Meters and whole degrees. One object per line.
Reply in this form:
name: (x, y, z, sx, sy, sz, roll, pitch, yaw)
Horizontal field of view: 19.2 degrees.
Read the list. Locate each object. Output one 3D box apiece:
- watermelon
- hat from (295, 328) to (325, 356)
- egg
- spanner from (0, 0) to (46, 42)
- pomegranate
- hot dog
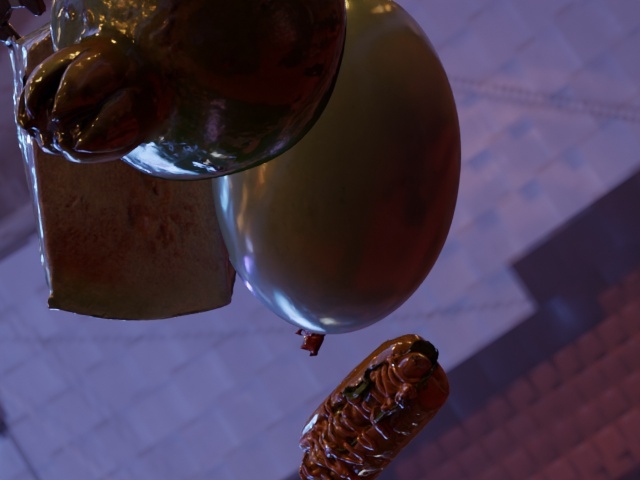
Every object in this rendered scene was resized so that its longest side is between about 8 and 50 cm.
watermelon: (-0.175, -0.127, 1.697, 0.228, 0.387, 0.258, -4, -29, -3)
hat: (-0.004, 0.001, 2.131, 0.140, 0.129, 0.227, -38, -43, -22)
egg: (0.012, -0.065, 1.523, 0.203, 0.282, 0.203, 5, -1, 0)
spanner: (-0.432, -0.299, 2.010, 0.024, 0.316, 0.087, -52, -15, -51)
pomegranate: (-0.085, -0.141, 1.226, 0.241, 0.190, 0.159, 1, -13, -41)
hot dog: (0.033, 0.133, 1.405, 0.055, 0.072, 0.188, -14, -26, -39)
